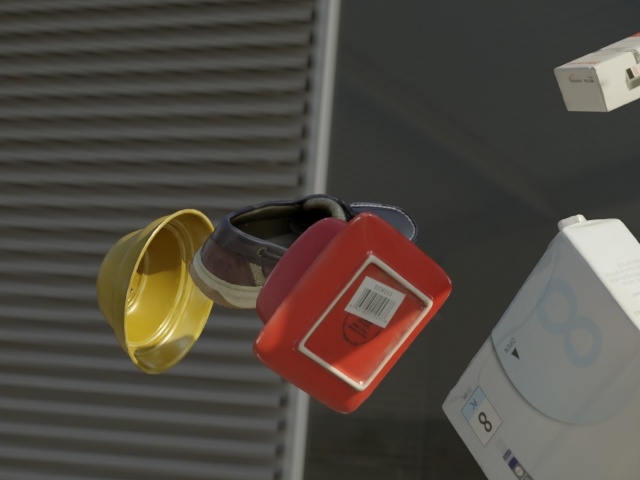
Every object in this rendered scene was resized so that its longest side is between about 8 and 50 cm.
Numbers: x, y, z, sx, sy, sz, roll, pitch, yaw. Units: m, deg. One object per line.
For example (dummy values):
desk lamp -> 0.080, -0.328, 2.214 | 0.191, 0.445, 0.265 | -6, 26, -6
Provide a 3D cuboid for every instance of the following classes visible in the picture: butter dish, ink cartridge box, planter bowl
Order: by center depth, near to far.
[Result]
butter dish -> 0.009, 0.046, 1.347 | 0.160, 0.160, 0.118 | 37, 3, -44
ink cartridge box -> 0.303, 0.219, 1.528 | 0.091, 0.385, 0.308 | -10, -35, -34
ink cartridge box -> 0.353, -0.197, 1.763 | 0.135, 0.056, 0.099 | -23, 13, -15
planter bowl -> -0.224, 0.056, 1.965 | 0.090, 0.217, 0.217 | 14, -4, 25

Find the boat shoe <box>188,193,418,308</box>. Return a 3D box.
boat shoe -> 0.000, 0.000, 1.552 | 0.285, 0.103, 0.092 | -8, -38, -38

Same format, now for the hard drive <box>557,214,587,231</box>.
hard drive -> 0.425, 0.128, 2.223 | 0.040, 0.308, 0.203 | -20, -17, 14
